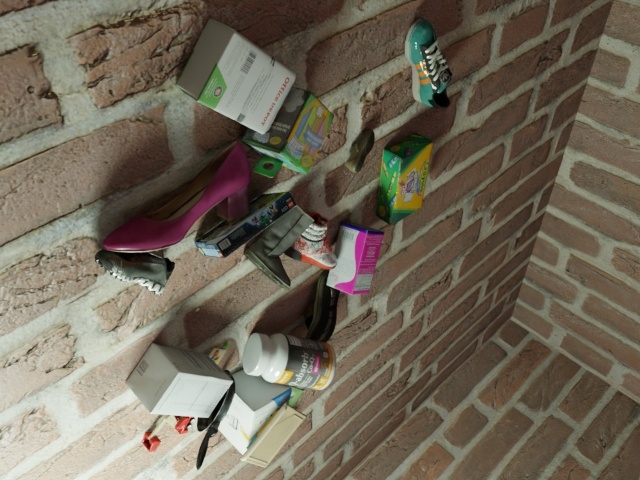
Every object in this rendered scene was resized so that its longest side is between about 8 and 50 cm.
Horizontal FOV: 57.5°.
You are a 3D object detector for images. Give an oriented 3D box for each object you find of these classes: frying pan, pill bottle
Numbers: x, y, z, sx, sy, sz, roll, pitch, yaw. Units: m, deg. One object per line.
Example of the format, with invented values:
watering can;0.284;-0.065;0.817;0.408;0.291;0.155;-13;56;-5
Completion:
frying pan;-0.300;0.506;1.713;0.053;0.326;0.197;31;95;-20
pill bottle;-0.101;0.389;1.895;0.278;0.162;0.162;17;108;-30

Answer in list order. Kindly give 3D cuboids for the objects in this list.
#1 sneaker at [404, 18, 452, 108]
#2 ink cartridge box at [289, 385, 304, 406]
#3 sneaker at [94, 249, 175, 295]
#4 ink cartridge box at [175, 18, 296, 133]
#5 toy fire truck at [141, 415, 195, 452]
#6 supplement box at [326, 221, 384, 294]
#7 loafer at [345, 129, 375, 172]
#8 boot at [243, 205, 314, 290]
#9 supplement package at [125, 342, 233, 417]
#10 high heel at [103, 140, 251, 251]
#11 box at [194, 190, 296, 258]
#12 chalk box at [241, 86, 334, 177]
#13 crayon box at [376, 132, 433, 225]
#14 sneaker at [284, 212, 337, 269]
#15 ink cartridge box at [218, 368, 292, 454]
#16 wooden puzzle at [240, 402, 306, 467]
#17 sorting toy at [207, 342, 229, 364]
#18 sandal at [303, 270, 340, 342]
sneaker;0.336;-0.518;1.737;0.108;0.121;0.302;-46;146;-14
ink cartridge box;-0.155;0.680;2.261;0.235;0.056;0.171;-51;147;-2
sneaker;-0.415;0.047;1.337;0.106;0.078;0.234;-55;151;-4
ink cartridge box;-0.176;-0.347;1.263;0.219;0.092;0.160;18;105;-57
toy fire truck;-0.444;0.544;1.772;0.135;0.047;0.192;14;108;-56
supplement box;0.115;0.060;1.946;0.114;0.111;0.220;4;103;-53
loafer;0.117;-0.272;1.751;0.148;0.050;0.056;-62;154;-18
boot;-0.094;0.013;1.667;0.208;0.076;0.190;-49;113;-14
supplement package;-0.387;0.395;1.628;0.139;0.134;0.244;-55;147;1
high heel;-0.320;-0.102;1.312;0.377;0.127;0.181;-26;123;-40
box;-0.190;-0.042;1.467;0.233;0.159;0.044;-38;109;-24
chalk box;-0.086;-0.248;1.401;0.132;0.132;0.213;30;84;-58
crayon box;0.282;-0.206;1.988;0.165;0.081;0.279;-31;140;-32
sneaker;0.000;0.001;1.808;0.270;0.090;0.145;17;108;-53
ink cartridge box;-0.225;0.561;1.956;0.171;0.168;0.233;-22;136;-42
wooden puzzle;-0.155;0.641;1.928;0.221;0.044;0.239;-49;153;-10
sorting toy;-0.314;0.346;1.791;0.083;0.012;0.062;-55;147;2
sandal;-0.004;0.247;2.043;0.120;0.086;0.303;6;100;-48
